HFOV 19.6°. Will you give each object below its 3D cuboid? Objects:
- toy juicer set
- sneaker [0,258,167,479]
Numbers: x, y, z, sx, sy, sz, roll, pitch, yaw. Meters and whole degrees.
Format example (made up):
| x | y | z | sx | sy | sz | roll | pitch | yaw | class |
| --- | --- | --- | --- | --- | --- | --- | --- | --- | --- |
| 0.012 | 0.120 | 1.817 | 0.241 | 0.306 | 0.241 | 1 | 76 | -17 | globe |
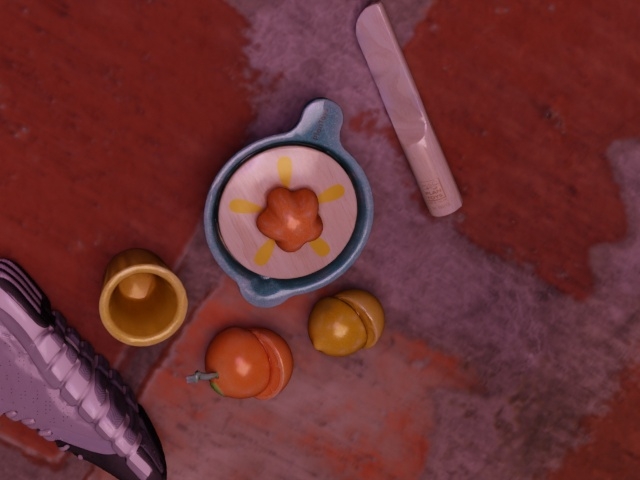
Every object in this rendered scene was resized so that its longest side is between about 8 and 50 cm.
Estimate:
| x | y | z | sx | sy | sz | roll | pitch | yaw | class |
| --- | --- | --- | --- | --- | --- | --- | --- | --- | --- |
| 0.000 | 0.000 | 1.461 | 0.329 | 0.089 | 0.209 | -44 | 113 | 6 | toy juicer set |
| -0.232 | 0.134 | 1.474 | 0.132 | 0.086 | 0.229 | -36 | 103 | 8 | sneaker |
